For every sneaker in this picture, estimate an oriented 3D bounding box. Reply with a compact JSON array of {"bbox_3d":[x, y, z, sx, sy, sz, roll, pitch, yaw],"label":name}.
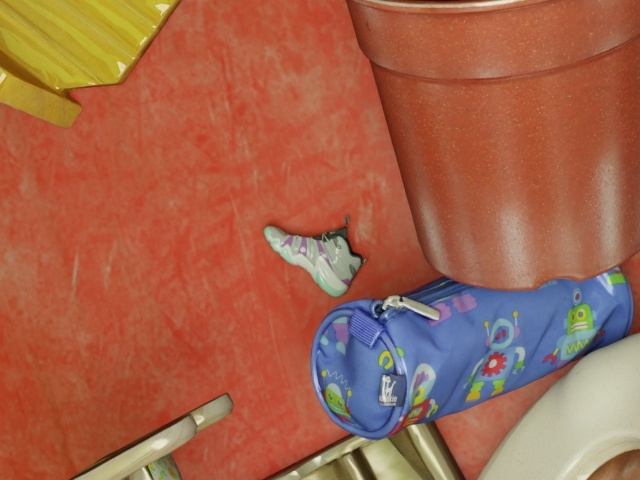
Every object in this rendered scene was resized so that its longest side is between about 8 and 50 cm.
[{"bbox_3d":[0.000,0.000,1.559,0.098,0.038,0.069,38,97,-5],"label":"sneaker"}]

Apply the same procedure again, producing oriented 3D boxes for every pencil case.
[{"bbox_3d":[0.135,0.074,1.415,0.119,0.306,0.133,43,136,36],"label":"pencil case"}]

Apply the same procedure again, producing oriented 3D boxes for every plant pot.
[{"bbox_3d":[0.161,-0.120,1.329,0.272,0.272,0.265,-6,118,9],"label":"plant pot"}]

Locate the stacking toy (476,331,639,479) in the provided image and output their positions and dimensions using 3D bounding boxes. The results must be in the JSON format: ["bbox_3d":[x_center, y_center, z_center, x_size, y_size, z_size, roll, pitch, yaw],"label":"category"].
[{"bbox_3d":[0.375,0.330,1.388,0.480,0.350,0.350,39,99,-18],"label":"stacking toy"}]

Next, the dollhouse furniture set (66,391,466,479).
[{"bbox_3d":[-0.005,0.290,1.395,0.256,0.394,0.362,-29,89,9],"label":"dollhouse furniture set"}]

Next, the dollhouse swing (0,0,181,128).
[{"bbox_3d":[-0.279,-0.321,1.448,0.315,0.305,0.347,37,97,5],"label":"dollhouse swing"}]
